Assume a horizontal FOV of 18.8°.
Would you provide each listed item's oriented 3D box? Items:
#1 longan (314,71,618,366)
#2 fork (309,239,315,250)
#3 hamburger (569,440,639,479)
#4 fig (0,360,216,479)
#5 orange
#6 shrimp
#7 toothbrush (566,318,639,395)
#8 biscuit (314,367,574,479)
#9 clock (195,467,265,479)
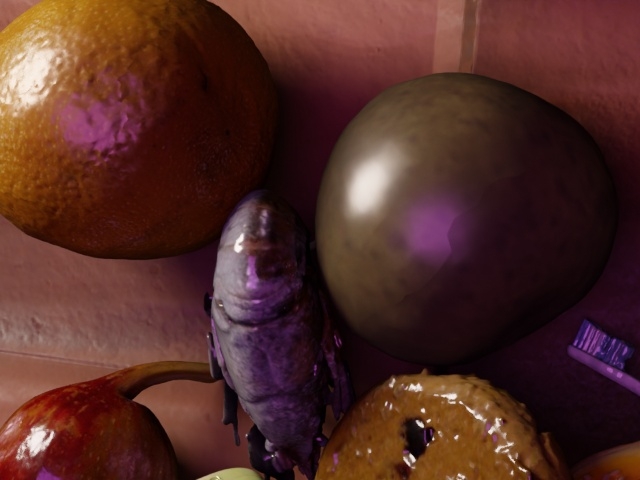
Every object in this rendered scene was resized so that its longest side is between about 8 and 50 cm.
[{"bbox_3d":[0.110,-0.015,1.551,0.246,0.215,0.246,-1,84,13],"label":"longan"},{"bbox_3d":[0.000,0.000,1.696,0.115,0.012,0.016,-29,88,11],"label":"fork"},{"bbox_3d":[0.280,0.300,1.540,0.300,0.176,0.300,0,91,17],"label":"hamburger"},{"bbox_3d":[-0.198,0.181,1.694,0.175,0.175,0.207,20,88,15],"label":"fig"},{"bbox_3d":[-0.171,-0.096,1.619,0.264,0.264,0.264,1,93,17],"label":"orange"},{"bbox_3d":[-0.034,0.106,1.627,0.116,0.145,0.343,-10,126,-4],"label":"shrimp"},{"bbox_3d":[0.342,0.154,1.508,0.386,0.040,0.040,29,102,41],"label":"toothbrush"},{"bbox_3d":[0.099,0.239,1.516,0.296,0.075,0.295,-2,87,50],"label":"biscuit"},{"bbox_3d":[-0.099,0.316,1.667,0.170,0.069,0.232,-24,126,-18],"label":"clock"}]
